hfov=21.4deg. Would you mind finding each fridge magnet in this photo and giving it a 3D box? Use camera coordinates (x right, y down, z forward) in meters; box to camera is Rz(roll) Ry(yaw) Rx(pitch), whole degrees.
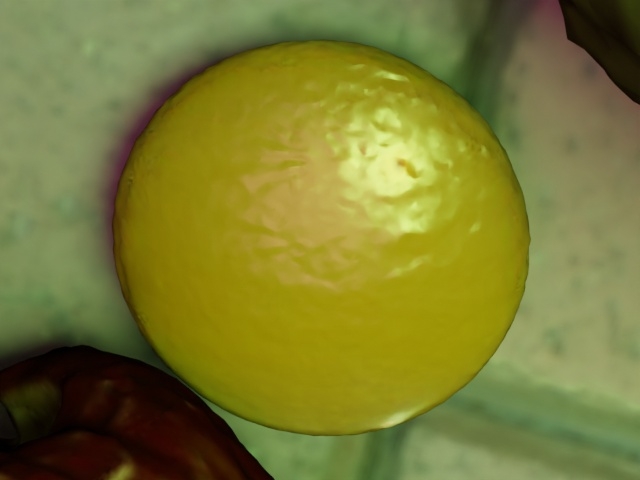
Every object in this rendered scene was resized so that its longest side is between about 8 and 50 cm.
[{"bbox_3d":[0.000,0.000,0.576,0.143,0.063,0.143,3,112,7],"label":"fridge magnet"}]

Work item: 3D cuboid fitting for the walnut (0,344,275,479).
[{"bbox_3d":[-0.087,0.160,0.586,0.222,0.244,0.269,-23,103,-24],"label":"walnut"}]

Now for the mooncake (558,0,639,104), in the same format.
[{"bbox_3d":[0.201,-0.131,0.364,0.324,0.187,0.324,-20,136,-21],"label":"mooncake"}]
